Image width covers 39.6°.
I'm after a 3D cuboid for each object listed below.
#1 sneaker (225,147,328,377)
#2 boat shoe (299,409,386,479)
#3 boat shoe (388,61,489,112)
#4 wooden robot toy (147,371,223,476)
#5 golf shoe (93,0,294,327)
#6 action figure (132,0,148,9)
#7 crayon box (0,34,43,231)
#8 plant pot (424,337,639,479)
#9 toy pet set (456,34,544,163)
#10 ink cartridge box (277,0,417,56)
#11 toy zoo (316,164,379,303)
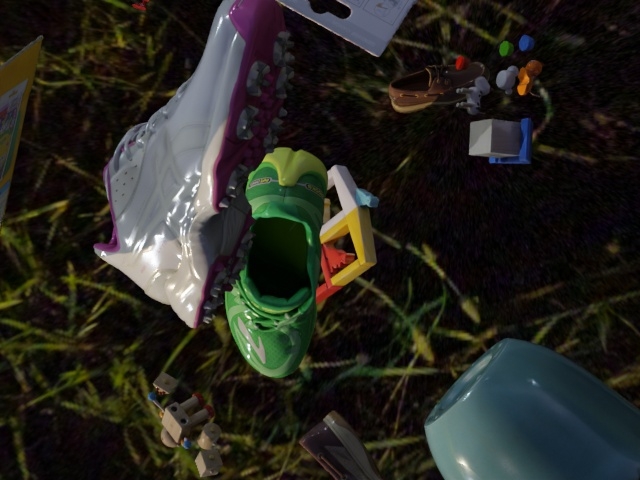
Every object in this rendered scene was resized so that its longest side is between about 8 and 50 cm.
[{"bbox_3d":[-0.055,0.045,0.937,0.109,0.123,0.295,8,129,3],"label":"sneaker"},{"bbox_3d":[0.072,0.509,1.782,0.123,0.123,0.342,-34,105,-14],"label":"boat shoe"},{"bbox_3d":[0.204,-0.273,1.545,0.178,0.060,0.064,-14,58,14],"label":"boat shoe"},{"bbox_3d":[-0.199,0.279,1.307,0.173,0.076,0.079,48,132,24],"label":"wooden robot toy"},{"bbox_3d":[-0.113,-0.065,0.716,0.140,0.115,0.306,25,125,9],"label":"golf shoe"},{"bbox_3d":[-0.260,-0.401,1.332,0.030,0.038,0.115,16,61,-13],"label":"action figure"},{"bbox_3d":[-0.326,-0.005,0.686,0.083,0.203,0.323,28,129,-2],"label":"crayon box"},{"bbox_3d":[0.297,0.285,1.297,0.235,0.293,0.293,44,102,5],"label":"plant pot"},{"bbox_3d":[0.196,-0.137,0.900,0.065,0.122,0.114,2,91,-25],"label":"toy pet set"},{"bbox_3d":[0.049,-0.343,1.047,0.189,0.066,0.232,30,84,7],"label":"ink cartridge box"},{"bbox_3d":[0.000,0.000,1.572,0.293,0.030,0.192,-38,59,41],"label":"toy zoo"}]
